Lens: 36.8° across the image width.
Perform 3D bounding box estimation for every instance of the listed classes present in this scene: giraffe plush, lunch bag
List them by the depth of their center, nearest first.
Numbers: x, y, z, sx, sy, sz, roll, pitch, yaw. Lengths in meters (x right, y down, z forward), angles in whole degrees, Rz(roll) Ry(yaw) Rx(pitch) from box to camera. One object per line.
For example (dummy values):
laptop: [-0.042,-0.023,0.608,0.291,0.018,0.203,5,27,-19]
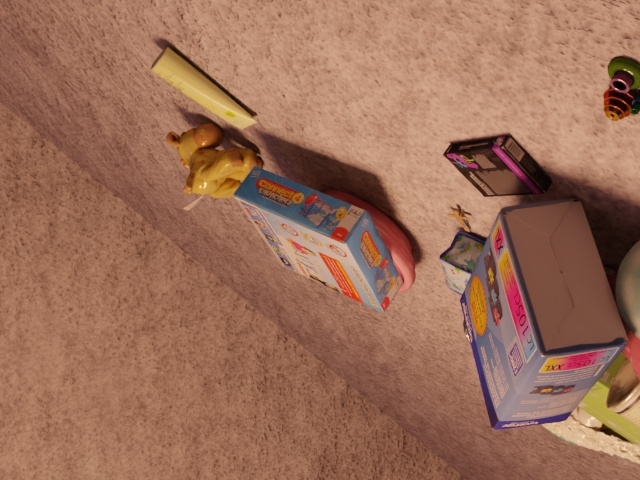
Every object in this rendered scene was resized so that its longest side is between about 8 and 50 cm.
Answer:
lunch bag: [0.326,0.066,1.924,0.151,0.096,0.129,30,163,30]
giraffe plush: [-0.261,-0.194,2.240,0.170,0.210,0.181,63,-176,19]

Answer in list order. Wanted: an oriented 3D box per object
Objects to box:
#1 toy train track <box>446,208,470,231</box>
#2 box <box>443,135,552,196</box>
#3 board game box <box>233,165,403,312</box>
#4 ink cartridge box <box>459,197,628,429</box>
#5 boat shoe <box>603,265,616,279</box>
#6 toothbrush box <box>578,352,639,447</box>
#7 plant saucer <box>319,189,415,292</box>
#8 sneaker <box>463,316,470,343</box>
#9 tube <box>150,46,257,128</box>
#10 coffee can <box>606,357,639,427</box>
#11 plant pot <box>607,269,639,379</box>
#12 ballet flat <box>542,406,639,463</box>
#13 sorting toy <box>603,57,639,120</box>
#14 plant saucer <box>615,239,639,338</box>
toy train track: [0.276,-0.042,1.870,0.048,0.014,0.083,13,160,34]
box: [0.292,-0.121,1.600,0.116,0.029,0.162,42,160,-22]
board game box: [0.000,0.000,2.083,0.302,0.086,0.308,23,160,31]
ink cartridge box: [0.358,0.150,1.648,0.151,0.270,0.395,-6,150,-7]
boat shoe: [0.453,0.065,1.737,0.183,0.066,0.066,19,158,41]
toothbrush box: [0.649,0.321,1.977,0.283,0.122,0.206,35,163,1]
plant saucer: [0.082,-0.009,2.197,0.332,0.084,0.332,30,162,11]
sneaker: [0.425,0.173,1.944,0.283,0.110,0.122,8,159,-20]
tube: [-0.244,-0.312,2.029,0.240,0.062,0.070,36,-156,-21]
coffee can: [0.679,0.290,1.697,0.275,0.201,0.201,33,163,6]
plant pot: [0.551,0.130,1.555,0.201,0.201,0.180,45,176,-32]
ballet flat: [0.698,0.425,2.213,0.409,0.147,0.147,19,157,34]
sorting toy: [0.387,-0.184,1.229,0.061,0.042,0.102,26,161,25]
plant saucer: [0.531,0.073,1.404,0.195,0.195,0.037,28,-171,19]
